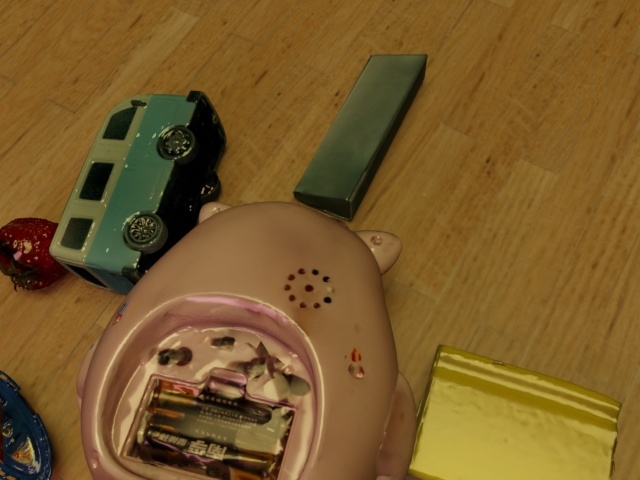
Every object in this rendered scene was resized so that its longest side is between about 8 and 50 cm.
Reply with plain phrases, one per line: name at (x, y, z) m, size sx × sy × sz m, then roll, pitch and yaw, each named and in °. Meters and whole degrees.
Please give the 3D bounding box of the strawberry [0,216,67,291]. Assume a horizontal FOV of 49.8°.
strawberry at (-0.380, 0.011, 0.920) m, size 0.106 × 0.106 × 0.106 m, roll -2°, pitch 64°, yaw 4°

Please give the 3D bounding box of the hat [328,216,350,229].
hat at (0.002, 0.001, 0.925) m, size 0.087 × 0.042 × 0.058 m, roll 12°, pitch 59°, yaw -28°

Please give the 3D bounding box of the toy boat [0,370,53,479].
toy boat at (-0.373, 0.224, 0.803) m, size 0.175 × 0.110 × 0.091 m, roll 40°, pitch 74°, yaw 19°

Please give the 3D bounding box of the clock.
clock at (-0.071, 0.129, 0.745) m, size 0.368 × 0.250 × 0.377 m, roll 10°, pitch 65°, yaw 11°

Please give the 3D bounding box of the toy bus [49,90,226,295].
toy bus at (-0.239, -0.065, 0.923) m, size 0.164 × 0.133 × 0.271 m, roll 9°, pitch 67°, yaw 14°

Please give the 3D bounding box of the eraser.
eraser at (0.214, 0.223, 0.778) m, size 0.226 × 0.069 × 0.158 m, roll 15°, pitch 68°, yaw 11°

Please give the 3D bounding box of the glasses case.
glasses case at (0.066, -0.154, 0.992) m, size 0.105 × 0.056 × 0.266 m, roll 11°, pitch 63°, yaw 37°
